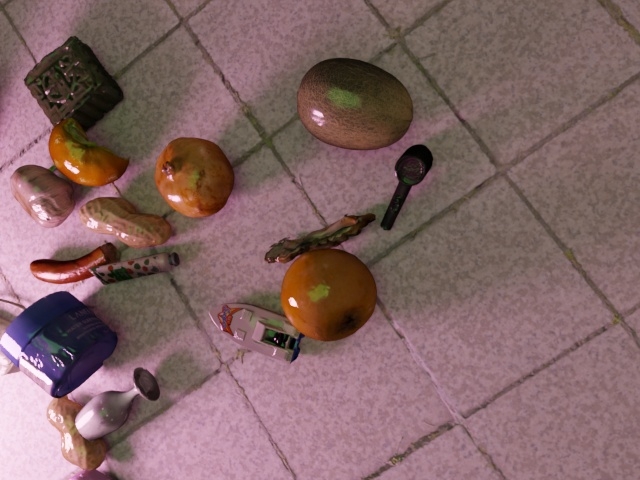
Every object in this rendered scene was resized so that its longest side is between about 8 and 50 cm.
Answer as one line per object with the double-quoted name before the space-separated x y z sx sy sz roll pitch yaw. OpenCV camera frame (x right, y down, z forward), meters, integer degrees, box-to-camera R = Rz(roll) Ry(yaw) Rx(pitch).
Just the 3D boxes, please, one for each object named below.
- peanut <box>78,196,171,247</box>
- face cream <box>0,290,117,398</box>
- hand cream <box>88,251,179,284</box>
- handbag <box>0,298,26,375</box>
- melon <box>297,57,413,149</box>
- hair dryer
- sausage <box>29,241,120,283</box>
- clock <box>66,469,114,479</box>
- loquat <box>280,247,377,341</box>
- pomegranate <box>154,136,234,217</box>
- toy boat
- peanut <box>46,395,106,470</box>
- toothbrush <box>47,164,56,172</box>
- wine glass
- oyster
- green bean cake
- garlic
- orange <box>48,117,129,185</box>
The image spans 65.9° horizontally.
"peanut" -0.606 -0.057 1.548 0.299 0.120 0.136 21 70 8
"face cream" -0.775 0.313 1.489 0.225 0.249 0.249 39 94 6
"hand cream" -0.580 0.087 1.553 0.276 0.095 0.059 -13 50 7
"handbag" -1.065 0.304 1.631 0.256 0.079 0.219 20 86 10
"melon" 0.094 -0.373 1.371 0.330 0.248 0.248 18 89 3
"hair dryer" 0.232 -0.138 1.383 0.089 0.197 0.251 24 112 8
"sausage" -0.794 0.084 1.594 0.303 0.076 0.102 -13 76 8
"clock" -0.686 0.894 1.498 0.296 0.113 0.321 26 92 11
"loquat" 0.019 0.148 1.341 0.263 0.263 0.262 -1 86 11
"pomegranate" -0.371 -0.187 1.453 0.249 0.248 0.247 -1 86 11
"toy boat" -0.198 0.258 1.460 0.296 0.088 0.129 19 90 11
"peanut" -0.763 0.596 1.538 0.117 0.101 0.263 -29 80 -19
"toothbrush" -0.922 -0.216 1.667 0.022 0.026 0.263 41 97 11
"wine glass" -0.618 0.501 1.507 0.241 0.126 0.126 -34 81 5
"oyster" 0.000 0.000 1.425 0.345 0.128 0.078 -20 101 4
"green bean cake" -0.810 -0.505 1.615 0.241 0.132 0.255 -37 81 10
"garlic" -0.856 -0.164 1.592 0.219 0.218 0.212 40 56 11
"orange" -0.734 -0.260 1.534 0.237 0.179 0.158 38 68 -14
